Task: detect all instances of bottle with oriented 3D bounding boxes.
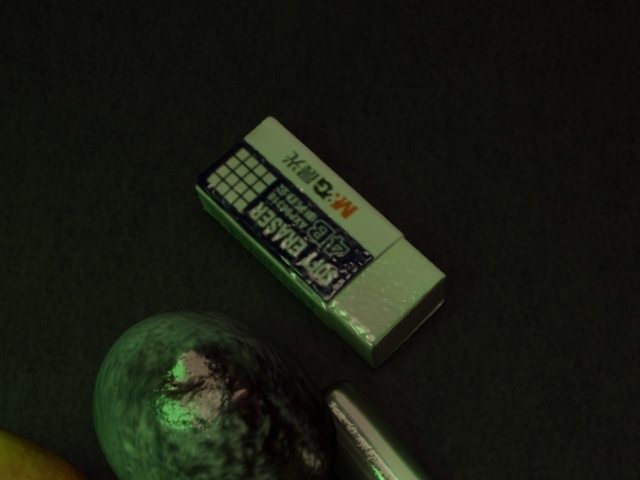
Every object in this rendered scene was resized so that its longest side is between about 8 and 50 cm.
[{"bbox_3d":[0.082,0.255,1.627,0.254,0.079,0.096,50,122,20],"label":"bottle"}]

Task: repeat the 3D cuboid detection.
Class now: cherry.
[{"bbox_3d":[-0.109,0.183,1.560,0.218,0.296,0.255,-44,61,-7],"label":"cherry"}]

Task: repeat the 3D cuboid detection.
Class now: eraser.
[{"bbox_3d":[0.000,0.000,1.741,0.287,0.086,0.130,42,74,18],"label":"eraser"}]

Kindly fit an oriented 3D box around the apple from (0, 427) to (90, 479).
[{"bbox_3d":[-0.344,0.312,1.522,0.286,0.286,0.233,19,64,11],"label":"apple"}]
